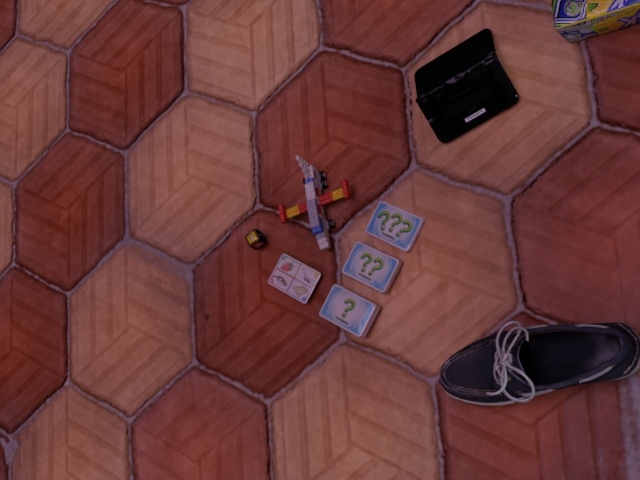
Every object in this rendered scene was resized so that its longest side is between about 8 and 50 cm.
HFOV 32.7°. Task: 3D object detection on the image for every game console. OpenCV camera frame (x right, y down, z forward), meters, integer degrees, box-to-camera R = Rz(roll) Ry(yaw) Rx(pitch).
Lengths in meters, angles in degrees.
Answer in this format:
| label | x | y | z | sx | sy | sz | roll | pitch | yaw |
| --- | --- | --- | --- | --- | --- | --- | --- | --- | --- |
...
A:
| label | x | y | z | sx | sy | sz | roll | pitch | yaw |
| --- | --- | --- | --- | --- | --- | --- | --- | --- | --- |
| game console | 0.193 | -0.206 | 1.452 | 0.122 | 0.071 | 0.107 | -29 | 94 | 24 |

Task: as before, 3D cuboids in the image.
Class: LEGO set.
| label | x | y | z | sx | sy | sz | roll | pitch | yaw |
| --- | --- | --- | --- | --- | --- | --- | --- | --- | --- |
| LEGO set | 0.000 | 0.000 | 1.498 | 0.244 | 0.060 | 0.182 | 28 | 90 | 35 |

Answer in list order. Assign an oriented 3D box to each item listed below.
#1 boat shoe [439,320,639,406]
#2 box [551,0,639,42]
| label | x | y | z | sx | sy | sz | roll | pitch | yaw |
| --- | --- | --- | --- | --- | --- | --- | --- | --- | --- |
| boat shoe | 0.249 | 0.144 | 1.284 | 0.255 | 0.079 | 0.095 | -8 | 74 | 31 |
| box | 0.372 | -0.296 | 1.330 | 0.169 | 0.059 | 0.054 | -13 | 73 | 30 |
